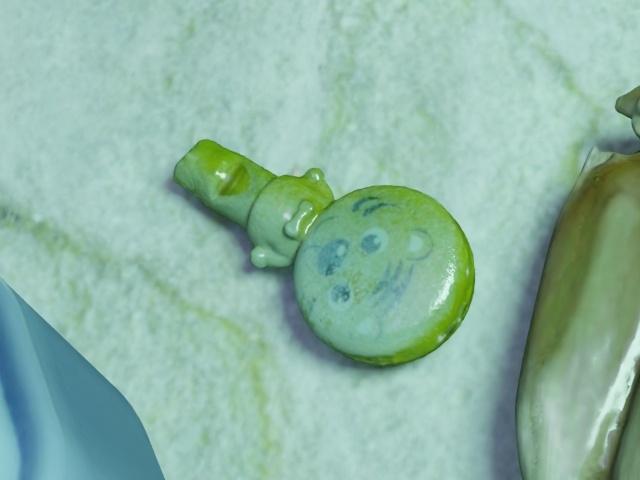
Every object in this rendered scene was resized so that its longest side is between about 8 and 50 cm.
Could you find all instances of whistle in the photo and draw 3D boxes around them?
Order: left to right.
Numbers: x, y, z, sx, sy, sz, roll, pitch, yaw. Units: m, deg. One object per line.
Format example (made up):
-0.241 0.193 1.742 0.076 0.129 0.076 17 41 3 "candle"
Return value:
0.000 0.000 0.872 0.198 0.057 0.104 29 81 24 "whistle"

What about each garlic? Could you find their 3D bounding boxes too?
0.239 0.050 0.751 0.279 0.132 0.325 -13 62 37 "garlic"

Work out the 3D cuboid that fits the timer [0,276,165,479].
-0.252 0.173 0.726 0.395 0.173 0.395 -25 40 23 "timer"
